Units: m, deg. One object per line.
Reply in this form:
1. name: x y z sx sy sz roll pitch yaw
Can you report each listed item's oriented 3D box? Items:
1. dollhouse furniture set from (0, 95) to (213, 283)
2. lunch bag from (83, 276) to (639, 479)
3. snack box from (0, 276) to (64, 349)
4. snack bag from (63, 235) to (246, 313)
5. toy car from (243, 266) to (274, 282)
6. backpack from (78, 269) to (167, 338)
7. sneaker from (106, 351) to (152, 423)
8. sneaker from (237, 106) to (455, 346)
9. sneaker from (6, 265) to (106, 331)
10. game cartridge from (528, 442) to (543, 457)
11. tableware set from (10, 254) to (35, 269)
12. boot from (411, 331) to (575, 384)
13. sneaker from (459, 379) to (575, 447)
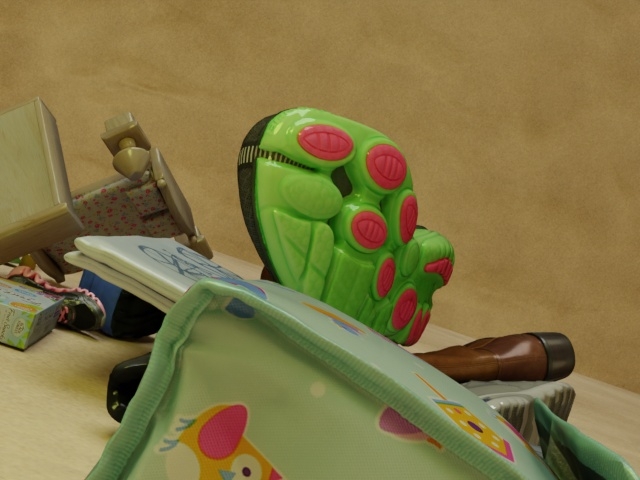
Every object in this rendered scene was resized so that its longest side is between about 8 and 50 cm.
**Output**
1. dollhouse furniture set: -0.307 0.023 1.244 0.355 0.303 0.174 67 2 -55
2. lunch bag: 0.041 0.129 0.425 0.262 0.160 0.223 30 -1 4
3. snack box: -0.299 0.059 0.960 0.100 0.037 0.141 18 2 -4
4. snack bag: -0.039 0.085 0.957 0.342 0.037 0.323 28 1 3
5. toy car: -0.097 0.075 1.349 0.188 0.149 0.155 8 11 5
6. backpack: -0.217 0.055 1.143 0.101 0.098 0.120 21 11 20
7. sneaker: -0.029 0.137 0.684 0.286 0.109 0.130 11 6 40
8. sneaker: 0.000 0.000 1.071 0.202 0.185 0.483 21 -11 20
9. sneaker: -0.277 0.068 1.059 0.119 0.047 0.057 19 23 11
10. game cartridge: 0.149 0.207 0.926 0.297 0.062 0.198 19 5 -7
11. tableware set: -0.443 0.009 1.428 0.154 0.024 0.104 21 5 33
12. boot: 0.130 0.177 1.291 0.280 0.096 0.264 -3 -7 -31
13. sneaker: 0.197 0.190 1.166 0.115 0.105 0.281 19 1 35
